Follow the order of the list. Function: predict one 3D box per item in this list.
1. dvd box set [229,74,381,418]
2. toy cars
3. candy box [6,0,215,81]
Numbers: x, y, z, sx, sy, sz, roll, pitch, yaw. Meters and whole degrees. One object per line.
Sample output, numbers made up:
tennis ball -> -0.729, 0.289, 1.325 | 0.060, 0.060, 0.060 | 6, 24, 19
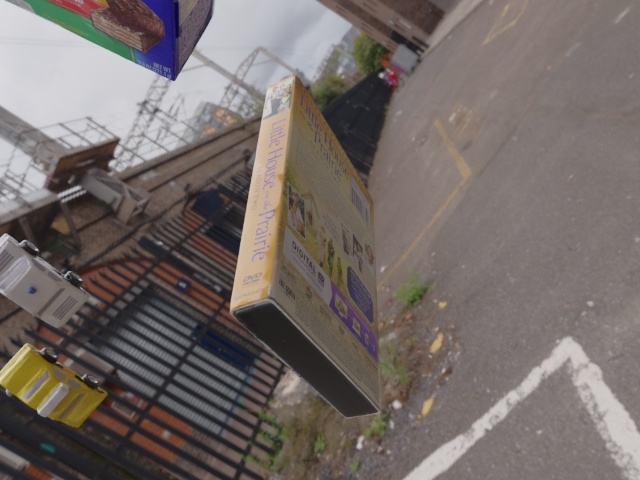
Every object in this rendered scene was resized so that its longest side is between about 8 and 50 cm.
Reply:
dvd box set -> 0.000, 0.000, 0.797 | 0.062, 0.308, 0.421 | -17, 46, 21
toy cars -> -0.499, 0.181, 0.978 | 0.087, 0.176, 0.394 | -154, 58, -62
candy box -> -0.234, -0.322, 0.504 | 0.317, 0.268, 0.122 | 137, 156, -71
